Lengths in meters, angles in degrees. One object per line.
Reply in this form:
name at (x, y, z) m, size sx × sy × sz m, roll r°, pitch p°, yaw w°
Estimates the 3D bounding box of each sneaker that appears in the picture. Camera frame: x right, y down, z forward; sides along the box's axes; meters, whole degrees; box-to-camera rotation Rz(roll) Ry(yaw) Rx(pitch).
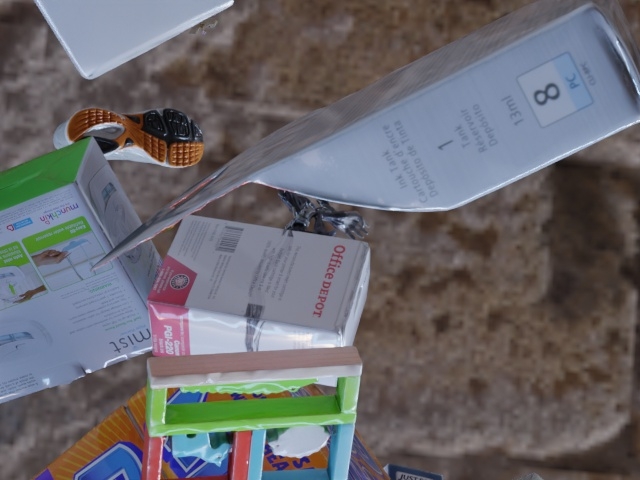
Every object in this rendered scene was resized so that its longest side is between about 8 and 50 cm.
sneaker at (-0.323, -0.174, 2.531) m, size 0.262 × 0.099 × 0.121 m, roll 7°, pitch 175°, yaw -34°

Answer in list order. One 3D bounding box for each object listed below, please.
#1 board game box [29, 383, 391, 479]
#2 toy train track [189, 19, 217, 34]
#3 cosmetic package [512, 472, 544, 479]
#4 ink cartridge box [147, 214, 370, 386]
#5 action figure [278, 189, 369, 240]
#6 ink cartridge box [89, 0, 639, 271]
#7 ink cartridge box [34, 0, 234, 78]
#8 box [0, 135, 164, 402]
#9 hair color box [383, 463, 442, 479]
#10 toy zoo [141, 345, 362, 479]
board game box at (-0.091, 0.391, 1.939) m, size 0.356 × 0.356 × 0.356 m, roll 53°, pitch -176°, yaw 34°
toy train track at (-0.171, -0.276, 1.943) m, size 0.083 × 0.048 × 0.014 m, roll 4°, pitch 138°, yaw 20°
cosmetic package at (0.328, 0.468, 2.052) m, size 0.296 × 0.129 × 0.153 m, roll 40°, pitch 139°, yaw -12°
ink cartridge box at (-0.064, 0.064, 1.677) m, size 0.218 × 0.158 × 0.092 m, roll 8°, pitch 131°, yaw 10°
action figure at (0.000, 0.000, 2.508) m, size 0.141 × 0.276 × 0.164 m, roll 22°, pitch 126°, yaw -22°
ink cartridge box at (0.051, -0.066, 1.118) m, size 0.385 × 0.091 × 0.308 m, roll -27°, pitch -172°, yaw 16°
ink cartridge box at (-0.235, -0.381, 1.463) m, size 0.166 × 0.285 × 0.395 m, roll -26°, pitch -148°, yaw 5°
box at (-0.330, 0.044, 1.732) m, size 0.262 × 0.231 × 0.127 m, roll -21°, pitch -153°, yaw 14°
hair color box at (0.112, 0.537, 2.305) m, size 0.105 × 0.347 × 0.174 m, roll 16°, pitch 140°, yaw -21°
toy zoo at (-0.071, 0.227, 1.405) m, size 0.192 × 0.293 × 0.030 m, roll -2°, pitch -147°, yaw -14°
